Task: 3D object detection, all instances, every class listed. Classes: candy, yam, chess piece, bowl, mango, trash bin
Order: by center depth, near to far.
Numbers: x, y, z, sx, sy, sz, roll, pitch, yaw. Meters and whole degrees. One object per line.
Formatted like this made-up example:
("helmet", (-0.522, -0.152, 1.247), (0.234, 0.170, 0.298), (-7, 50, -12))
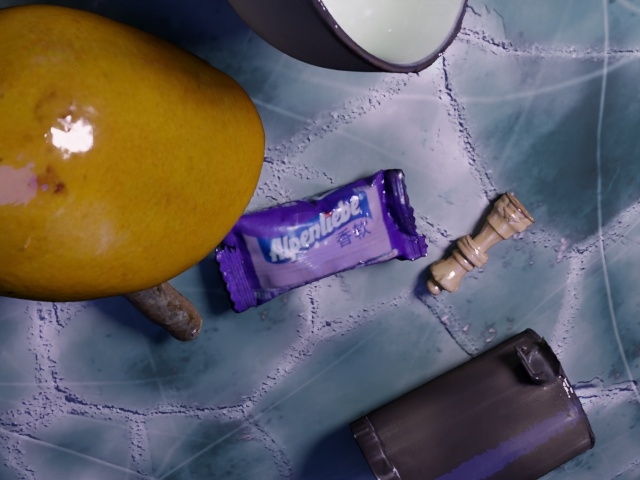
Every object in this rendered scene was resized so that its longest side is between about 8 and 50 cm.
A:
("bowl", (-0.008, -0.330, 1.210), (0.185, 0.354, 0.354), (-4, 140, 37))
("mango", (-0.233, -0.086, 1.249), (0.445, 0.232, 0.300), (-5, 103, -50))
("yam", (-0.230, 0.041, 1.478), (0.061, 0.061, 0.274), (-34, 137, 3))
("candy", (0.000, 0.000, 1.549), (0.275, 0.070, 0.145), (-17, 120, -5))
("chess piece", (0.211, 0.012, 1.649), (0.172, 0.060, 0.060), (-44, 127, 13))
("trash bin", (0.218, 0.283, 1.742), (0.301, 0.203, 0.252), (-29, 146, -2))
